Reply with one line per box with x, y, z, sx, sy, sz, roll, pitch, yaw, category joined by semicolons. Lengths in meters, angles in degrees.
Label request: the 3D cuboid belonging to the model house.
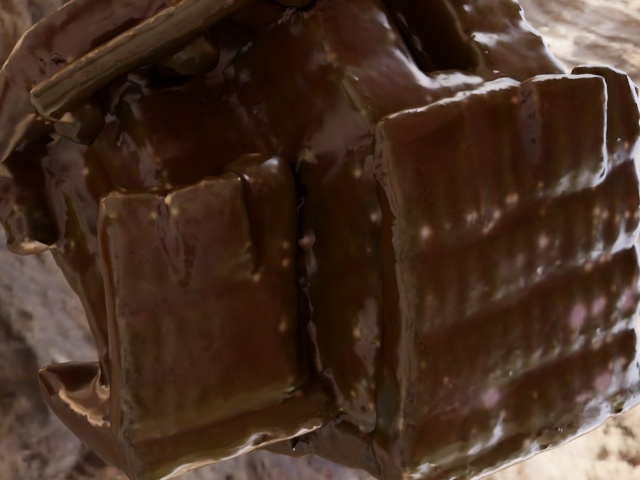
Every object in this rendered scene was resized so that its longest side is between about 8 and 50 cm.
-0.001;-0.001;0.526;0.229;0.199;0.219;58;-39;24;model house
